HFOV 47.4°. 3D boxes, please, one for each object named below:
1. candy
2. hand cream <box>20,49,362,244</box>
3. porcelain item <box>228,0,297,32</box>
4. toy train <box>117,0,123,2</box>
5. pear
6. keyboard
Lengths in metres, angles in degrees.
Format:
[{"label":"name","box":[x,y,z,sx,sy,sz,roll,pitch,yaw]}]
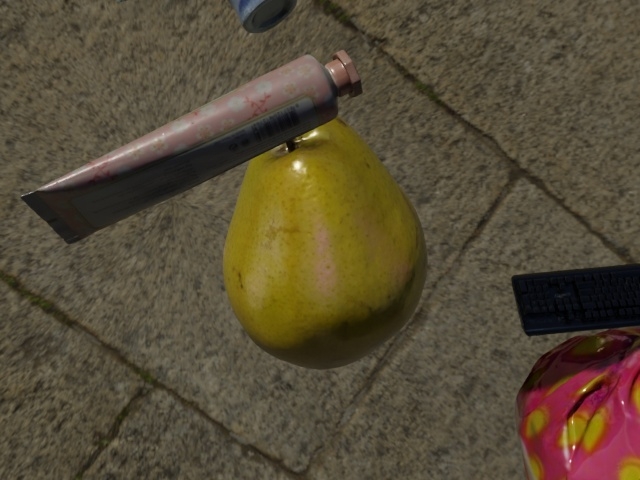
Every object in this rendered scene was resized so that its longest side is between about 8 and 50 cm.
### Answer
[{"label":"candy","box":[0.194,0.012,0.338,0.124,0.124,0.366,6,123,-12]},{"label":"hand cream","box":[-0.073,-0.058,0.448,0.209,0.067,0.043,-27,68,-6]},{"label":"porcelain item","box":[-0.130,-0.413,0.994,0.141,0.141,0.259,-30,80,-8]},{"label":"toy train","box":[-0.278,-0.415,0.932,0.047,0.043,0.208,-15,121,-6]},{"label":"pear","box":[-0.008,0.002,0.944,0.284,0.285,0.336,-30,105,-8]},{"label":"keyboard","box":[0.366,0.075,0.941,0.230,0.025,0.094,-5,62,-4]}]
